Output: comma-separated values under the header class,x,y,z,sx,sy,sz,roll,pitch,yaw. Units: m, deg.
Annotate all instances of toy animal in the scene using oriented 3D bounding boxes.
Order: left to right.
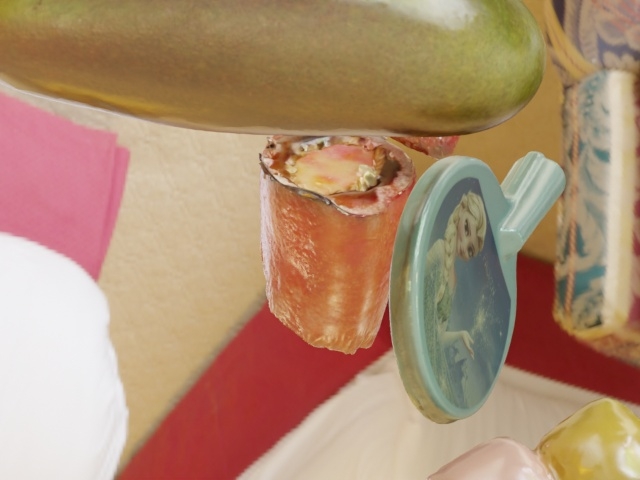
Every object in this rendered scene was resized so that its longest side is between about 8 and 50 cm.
class,x,y,z,sx,sy,sz,roll,pitch,yaw
toy animal,0.226,0.255,1.042,0.281,0.169,0.195,-19,172,-1

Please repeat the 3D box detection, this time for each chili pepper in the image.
class,x,y,z,sx,sy,sz,roll,pitch,yaw
chili pepper,0.000,0.000,1.581,0.229,0.251,0.305,-25,140,-43

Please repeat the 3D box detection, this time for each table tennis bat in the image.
class,x,y,z,sx,sy,sz,roll,pitch,yaw
table tennis bat,0.099,0.009,0.655,0.038,0.237,0.149,-1,116,30

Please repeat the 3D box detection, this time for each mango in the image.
class,x,y,z,sx,sy,sz,roll,pitch,yaw
mango,-0.031,-0.104,0.474,0.268,0.133,0.111,7,112,-5

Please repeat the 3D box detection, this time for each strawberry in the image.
class,x,y,z,sx,sy,sz,roll,pitch,yaw
strawberry,0.139,-0.188,1.476,0.131,0.148,0.131,-1,135,-1
